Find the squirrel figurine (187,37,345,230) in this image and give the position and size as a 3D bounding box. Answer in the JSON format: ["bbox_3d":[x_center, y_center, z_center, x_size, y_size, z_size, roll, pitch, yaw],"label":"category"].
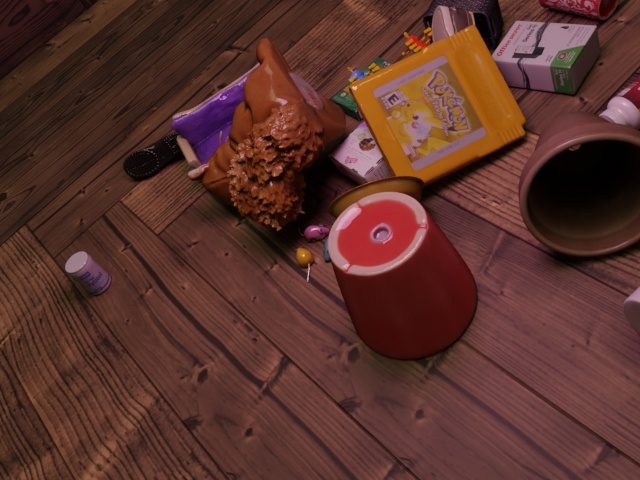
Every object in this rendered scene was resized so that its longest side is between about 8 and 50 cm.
[{"bbox_3d":[-0.151,-0.208,1.691,0.370,0.281,0.397,-40,32,22],"label":"squirrel figurine"}]

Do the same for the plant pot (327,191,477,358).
[{"bbox_3d":[0.147,0.055,1.368,0.275,0.243,0.275,-14,48,16],"label":"plant pot"}]

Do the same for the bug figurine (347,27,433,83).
[{"bbox_3d":[0.215,-0.422,1.810,0.279,0.072,0.216,-34,66,-16],"label":"bug figurine"}]

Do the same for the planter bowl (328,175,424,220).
[{"bbox_3d":[0.132,-0.052,1.523,0.217,0.217,0.090,-19,73,13],"label":"planter bowl"}]

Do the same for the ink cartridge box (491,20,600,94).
[{"bbox_3d":[0.532,-0.439,1.681,0.208,0.087,0.153,18,63,38],"label":"ink cartridge box"}]

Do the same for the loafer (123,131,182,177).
[{"bbox_3d":[-0.479,-0.252,2.088,0.220,0.080,0.078,-25,13,10],"label":"loafer"}]

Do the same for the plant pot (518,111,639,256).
[{"bbox_3d":[0.506,-0.134,1.360,0.263,0.263,0.229,-15,30,16],"label":"plant pot"}]

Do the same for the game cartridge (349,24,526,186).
[{"bbox_3d":[0.269,-0.296,1.600,0.324,0.052,0.285,-27,85,0],"label":"game cartridge"}]

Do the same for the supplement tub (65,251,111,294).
[{"bbox_3d":[-0.603,0.086,1.837,0.071,0.107,0.071,-15,48,17],"label":"supplement tub"}]

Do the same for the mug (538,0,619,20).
[{"bbox_3d":[0.652,-0.631,1.751,0.169,0.113,0.150,37,109,39],"label":"mug"}]

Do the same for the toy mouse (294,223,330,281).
[{"bbox_3d":[0.000,0.000,1.639,0.143,0.031,0.161,-30,45,2],"label":"toy mouse"}]

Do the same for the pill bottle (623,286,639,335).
[{"bbox_3d":[0.662,0.041,1.141,0.334,0.188,0.188,-40,46,-8],"label":"pill bottle"}]

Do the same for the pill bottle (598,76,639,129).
[{"bbox_3d":[0.664,-0.284,1.483,0.152,0.086,0.086,-39,46,-5],"label":"pill bottle"}]

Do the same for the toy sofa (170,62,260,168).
[{"bbox_3d":[-0.214,-0.323,1.923,0.362,0.177,0.150,-32,45,-1],"label":"toy sofa"}]

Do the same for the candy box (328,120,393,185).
[{"bbox_3d":[0.142,-0.223,1.703,0.196,0.070,0.165,-44,40,-6],"label":"candy box"}]

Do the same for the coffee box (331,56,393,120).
[{"bbox_3d":[0.132,-0.410,1.904,0.184,0.040,0.113,-44,47,-11],"label":"coffee box"}]

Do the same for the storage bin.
[{"bbox_3d":[0.375,-0.572,1.852,0.180,0.122,0.084,9,59,33],"label":"storage bin"}]

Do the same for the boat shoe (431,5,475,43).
[{"bbox_3d":[0.345,-0.420,1.712,0.097,0.116,0.324,-3,73,-12],"label":"boat shoe"}]
